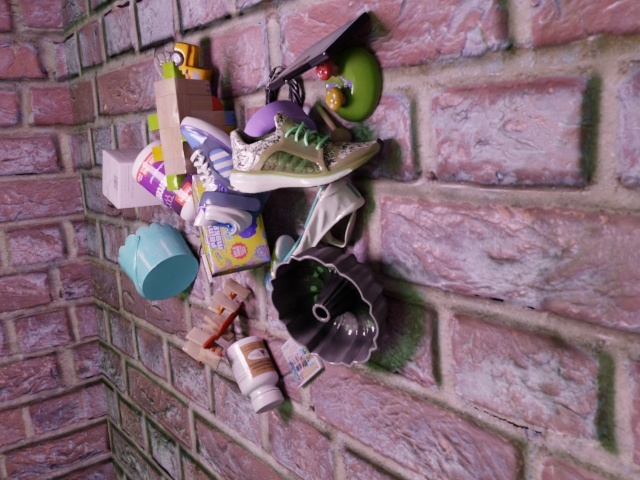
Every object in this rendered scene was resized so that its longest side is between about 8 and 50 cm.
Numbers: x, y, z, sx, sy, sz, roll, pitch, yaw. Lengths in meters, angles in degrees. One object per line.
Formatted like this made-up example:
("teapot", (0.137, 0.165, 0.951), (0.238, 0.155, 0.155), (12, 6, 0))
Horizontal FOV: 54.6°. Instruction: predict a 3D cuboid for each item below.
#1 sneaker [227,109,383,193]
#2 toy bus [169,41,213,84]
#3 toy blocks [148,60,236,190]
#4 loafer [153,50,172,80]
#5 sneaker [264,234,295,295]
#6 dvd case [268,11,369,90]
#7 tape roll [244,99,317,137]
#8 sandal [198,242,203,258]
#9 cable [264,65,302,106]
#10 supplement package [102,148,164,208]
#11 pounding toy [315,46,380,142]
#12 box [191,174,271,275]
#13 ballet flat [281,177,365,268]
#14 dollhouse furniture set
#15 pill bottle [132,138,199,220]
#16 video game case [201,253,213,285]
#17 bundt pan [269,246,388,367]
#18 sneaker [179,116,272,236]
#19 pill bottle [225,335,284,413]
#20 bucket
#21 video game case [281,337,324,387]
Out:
("sneaker", (-0.055, -0.227, 1.506), (0.411, 0.158, 0.181), (-7, 110, 17))
("toy bus", (-0.452, -0.494, 2.109), (0.108, 0.130, 0.332), (-72, -5, -73))
("toy blocks", (-0.382, -0.362, 1.986), (0.191, 0.261, 0.381), (-1, 98, 37))
("loafer", (-0.503, -0.529, 2.247), (0.111, 0.112, 0.319), (40, -151, -85))
("sneaker", (-0.131, 0.091, 1.881), (0.126, 0.091, 0.239), (21, 115, 51))
("dvd case", (-0.008, -0.461, 1.526), (0.022, 0.180, 0.253), (51, 149, -20))
("tape roll", (-0.107, -0.278, 1.676), (0.080, 0.189, 0.189), (53, 136, 31))
("sandal", (-0.431, 0.028, 2.315), (0.067, 0.040, 0.179), (28, 120, 47))
("cable", (-0.110, -0.396, 1.783), (0.150, 0.047, 0.184), (45, 129, 32))
("supplement package", (-0.643, -0.240, 2.326), (0.175, 0.293, 0.177), (33, 123, 46))
("pounding toy", (0.037, -0.361, 1.528), (0.183, 0.110, 0.236), (56, 138, 29))
("box", (-0.282, -0.048, 1.905), (0.279, 0.177, 0.289), (155, 103, -77))
("ballet flat", (0.000, 0.000, 1.660), (0.139, 0.139, 0.400), (57, 137, 28))
("dollhouse furniture set", (-0.336, 0.303, 2.100), (0.135, 0.259, 0.262), (30, 131, 6))
("pill bottle", (-0.474, -0.191, 2.132), (0.323, 0.181, 0.181), (38, 133, 6))
("video game case", (-0.344, 0.093, 1.886), (0.122, 0.011, 0.087), (136, 118, -75))
("bundt pan", (0.035, 0.155, 1.582), (0.331, 0.124, 0.330), (20, 127, 28))
("sneaker", (-0.302, -0.159, 1.699), (0.323, 0.236, 0.130), (38, 161, -12))
("pill bottle", (-0.211, 0.442, 2.038), (0.229, 0.131, 0.131), (62, 140, 23))
("bucket", (-0.624, 0.088, 2.411), (0.183, 0.281, 0.281), (47, 133, 31))
("video game case", (-0.058, 0.358, 1.906), (0.157, 0.019, 0.143), (-51, 58, 45))
